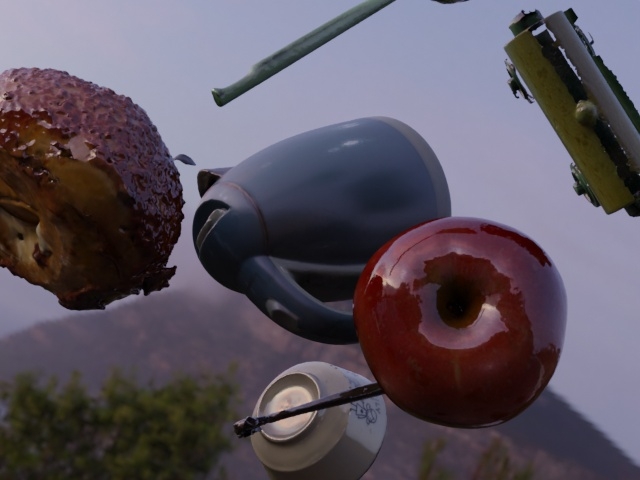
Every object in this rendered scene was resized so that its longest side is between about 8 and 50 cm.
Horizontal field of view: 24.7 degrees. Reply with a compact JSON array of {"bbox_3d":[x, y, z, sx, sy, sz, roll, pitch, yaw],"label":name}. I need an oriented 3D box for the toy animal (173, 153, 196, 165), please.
[{"bbox_3d":[-0.219,-0.105,2.048,0.084,0.028,0.050,5,35,3],"label":"toy animal"}]

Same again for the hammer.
[{"bbox_3d":[0.023,0.221,2.009,0.297,0.027,0.125,-15,-8,-14],"label":"hammer"}]

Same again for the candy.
[{"bbox_3d":[0.050,-0.271,1.743,0.119,0.440,0.119,42,-26,26],"label":"candy"}]

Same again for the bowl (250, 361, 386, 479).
[{"bbox_3d":[-0.021,0.299,2.407,0.238,0.237,0.126,17,-19,41],"label":"bowl"}]

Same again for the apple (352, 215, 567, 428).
[{"bbox_3d":[0.165,0.100,1.760,0.260,0.260,0.216,21,-18,11],"label":"apple"}]

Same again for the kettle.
[{"bbox_3d":[0.000,0.000,1.961,0.342,0.247,0.319,-15,56,-43],"label":"kettle"}]

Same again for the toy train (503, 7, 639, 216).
[{"bbox_3d":[0.342,-0.169,1.839,0.307,0.126,0.189,59,-4,2],"label":"toy train"}]

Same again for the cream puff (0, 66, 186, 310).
[{"bbox_3d":[-0.300,-0.071,1.801,0.350,0.229,0.350,29,-37,25],"label":"cream puff"}]
